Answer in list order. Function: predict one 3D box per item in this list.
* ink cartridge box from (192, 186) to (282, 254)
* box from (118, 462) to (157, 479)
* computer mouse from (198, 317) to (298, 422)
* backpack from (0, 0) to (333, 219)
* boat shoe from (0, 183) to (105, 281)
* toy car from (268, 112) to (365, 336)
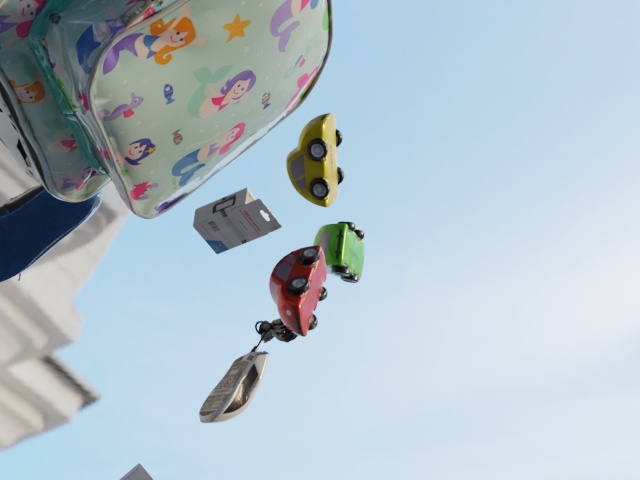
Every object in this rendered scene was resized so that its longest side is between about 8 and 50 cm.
[{"bbox_3d":[-0.085,-0.023,1.259,0.083,0.028,0.048,-21,-51,22],"label":"ink cartridge box"},{"bbox_3d":[-0.333,0.479,1.987,0.103,0.203,0.114,46,-14,22],"label":"box"},{"bbox_3d":[-0.098,0.184,1.659,0.042,0.193,0.106,47,-30,-19],"label":"computer mouse"},{"bbox_3d":[-0.096,-0.156,0.729,0.191,0.253,0.225,39,-19,19],"label":"backpack"},{"bbox_3d":[-0.387,-0.014,1.623,0.258,0.089,0.109,-23,-75,16],"label":"boat shoe"},{"bbox_3d":[0.000,0.000,1.326,0.053,0.239,0.225,4,-13,17],"label":"toy car"}]
